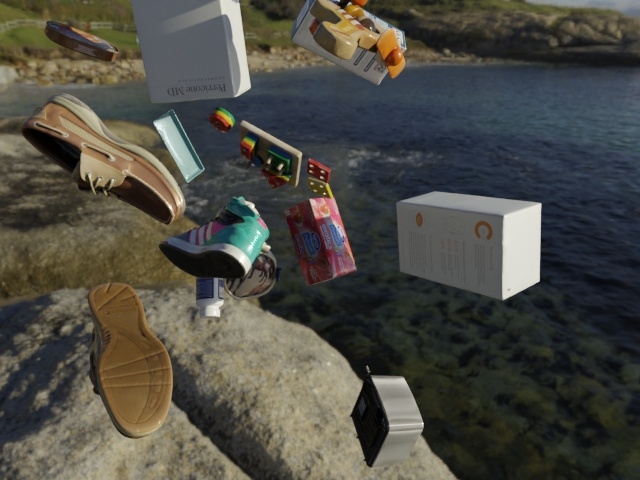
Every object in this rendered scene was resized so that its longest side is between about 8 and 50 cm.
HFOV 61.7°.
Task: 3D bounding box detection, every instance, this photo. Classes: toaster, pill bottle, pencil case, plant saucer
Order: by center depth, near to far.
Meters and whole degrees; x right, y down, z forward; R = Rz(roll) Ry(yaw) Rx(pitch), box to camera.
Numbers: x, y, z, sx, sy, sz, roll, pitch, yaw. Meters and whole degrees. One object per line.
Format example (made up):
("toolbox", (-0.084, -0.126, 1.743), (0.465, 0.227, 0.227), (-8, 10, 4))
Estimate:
("toaster", (0.159, 0.436, 1.329), (0.110, 0.185, 0.168), (3, 34, -19))
("plant saucer", (-0.378, -0.251, 1.430), (0.018, 0.192, 0.067), (16, 51, 42))
("pencil case", (-0.233, 0.013, 1.645), (0.160, 0.183, 0.410), (34, 12, -26))
("pill bottle", (-0.386, 0.183, 1.864), (0.094, 0.169, 0.094), (-3, -16, -1))

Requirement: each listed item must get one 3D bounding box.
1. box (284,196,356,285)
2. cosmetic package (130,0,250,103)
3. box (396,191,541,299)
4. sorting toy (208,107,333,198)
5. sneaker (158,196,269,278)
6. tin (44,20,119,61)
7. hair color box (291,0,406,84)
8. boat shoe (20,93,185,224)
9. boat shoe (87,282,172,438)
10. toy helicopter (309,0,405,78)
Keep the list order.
("box", (0.000, 0.000, 1.698), (0.123, 0.256, 0.128), (-21, -6, 40))
("cosmetic package", (-0.328, -0.583, 1.314), (0.230, 0.453, 0.161), (-3, 23, 9))
("box", (0.389, -0.001, 1.440), (0.168, 0.215, 0.345), (-17, 20, -35))
("sorting toy", (-0.100, -0.151, 1.056), (0.275, 0.132, 0.046), (29, 69, 5))
("sneaker", (-0.225, -0.016, 1.200), (0.296, 0.123, 0.178), (4, 47, 41))
("tin", (-0.646, -0.537, 1.453), (0.190, 0.040, 0.106), (10, 25, -43))
("hair color box", (0.094, -0.682, 1.795), (0.347, 0.174, 0.105), (20, 50, -22))
("boat shoe", (-0.398, -0.128, 0.980), (0.324, 0.123, 0.116), (36, 49, 1))
("boat shoe", (-0.360, 0.228, 0.979), (0.123, 0.123, 0.342), (-4, 39, -35))
("toy helicopter", (0.075, -0.422, 1.120), (0.235, 0.140, 0.355), (35, 31, -4))
